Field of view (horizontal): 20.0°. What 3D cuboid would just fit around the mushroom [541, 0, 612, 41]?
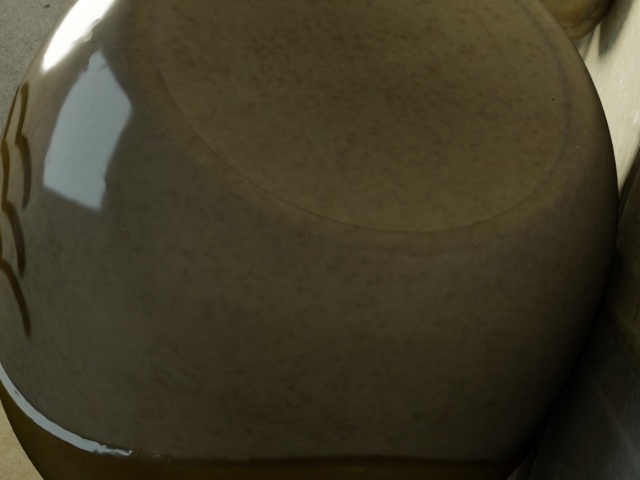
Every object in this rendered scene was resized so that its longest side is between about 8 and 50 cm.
[{"bbox_3d":[0.140,-0.295,1.509,0.290,0.292,0.292,-105,28,-51],"label":"mushroom"}]

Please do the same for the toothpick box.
[{"bbox_3d":[-0.020,0.022,1.208,0.425,0.409,0.409,114,173,-49],"label":"toothpick box"}]
